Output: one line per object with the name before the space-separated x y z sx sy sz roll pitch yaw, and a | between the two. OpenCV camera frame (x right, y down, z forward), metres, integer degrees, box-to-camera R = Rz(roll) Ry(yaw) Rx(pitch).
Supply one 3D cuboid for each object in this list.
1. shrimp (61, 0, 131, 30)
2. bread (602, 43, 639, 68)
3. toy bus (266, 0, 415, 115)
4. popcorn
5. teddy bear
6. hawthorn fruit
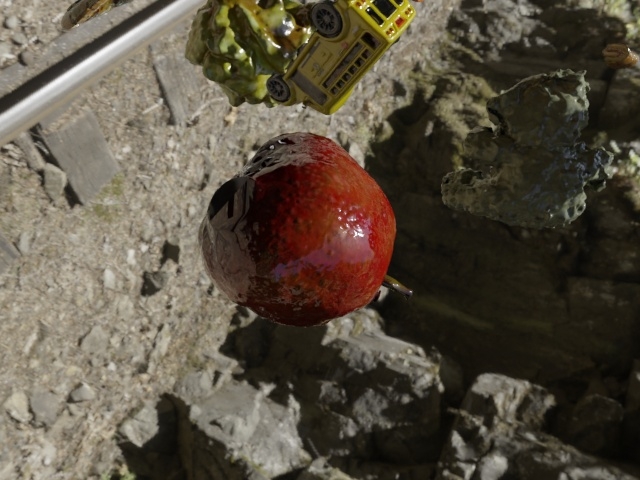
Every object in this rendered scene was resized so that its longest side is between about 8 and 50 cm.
shrimp | -0.371 -0.495 1.055 0.289 0.178 0.075 -38 119 -19
bread | 0.525 -0.322 0.977 0.083 0.047 0.036 -9 114 -50
toy bus | 0.027 -0.356 1.074 0.145 0.151 0.331 -54 -170 -30
popcorn | -0.154 -0.466 1.351 0.335 0.279 0.274 -7 123 -40
teddy bear | 0.479 -0.201 1.233 0.224 0.357 0.367 -91 -173 -63
hawthorn fruit | 0.000 0.000 0.648 0.210 0.266 0.230 -62 -172 18
